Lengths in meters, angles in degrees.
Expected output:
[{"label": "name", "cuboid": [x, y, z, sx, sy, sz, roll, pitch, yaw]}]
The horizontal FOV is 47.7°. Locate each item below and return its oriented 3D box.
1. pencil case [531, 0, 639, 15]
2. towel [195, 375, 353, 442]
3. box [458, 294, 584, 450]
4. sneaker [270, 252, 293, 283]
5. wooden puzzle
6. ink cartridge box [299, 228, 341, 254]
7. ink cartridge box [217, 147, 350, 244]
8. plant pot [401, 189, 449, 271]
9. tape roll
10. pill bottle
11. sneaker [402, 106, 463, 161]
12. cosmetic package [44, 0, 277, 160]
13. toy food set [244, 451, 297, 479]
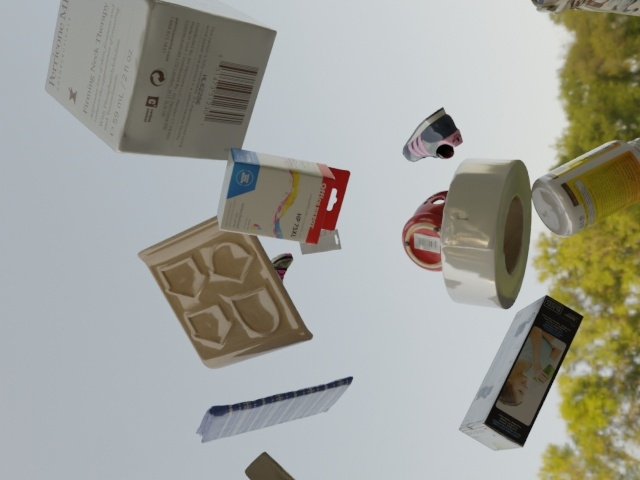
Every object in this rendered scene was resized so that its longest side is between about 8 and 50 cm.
[{"label": "pencil case", "cuboid": [0.638, -0.565, 1.573, 0.410, 0.160, 0.183, -6, -85, -26]}, {"label": "towel", "cuboid": [-0.111, 0.385, 1.666, 0.336, 0.243, 0.040, -9, -115, -21]}, {"label": "box", "cuboid": [0.393, 0.265, 1.429, 0.087, 0.169, 0.290, 31, -110, 5]}, {"label": "sneaker", "cuboid": [-0.121, 0.106, 1.981, 0.063, 0.170, 0.075, 7, -138, -49]}, {"label": "wooden puzzle", "cuboid": [-0.211, 0.114, 1.652, 0.348, 0.322, 0.080, 60, -146, -13]}, {"label": "ink cartridge box", "cuboid": [0.000, 0.000, 1.982, 0.029, 0.115, 0.062, -52, -48, -69]}, {"label": "ink cartridge box", "cuboid": [-0.060, -0.075, 1.309, 0.078, 0.231, 0.134, -114, 35, -61]}, {"label": "plant pot", "cuboid": [0.322, -0.017, 1.937, 0.174, 0.191, 0.191, -39, -68, -46]}, {"label": "tape roll", "cuboid": [0.318, -0.014, 1.365, 0.286, 0.100, 0.286, -21, -66, -59]}, {"label": "pill bottle", "cuboid": [0.490, -0.100, 1.271, 0.117, 0.215, 0.117, 61, 172, 16]}, {"label": "sneaker", "cuboid": [0.342, -0.285, 2.220, 0.112, 0.319, 0.131, -36, -97, -12]}, {"label": "cosmetic package", "cuboid": [-0.375, -0.408, 1.654, 0.327, 0.394, 0.329, -2, -61, -44]}, {"label": "toy food set", "cuboid": [-0.058, 0.564, 1.517, 0.092, 0.220, 0.306, -47, -16, -18]}]
